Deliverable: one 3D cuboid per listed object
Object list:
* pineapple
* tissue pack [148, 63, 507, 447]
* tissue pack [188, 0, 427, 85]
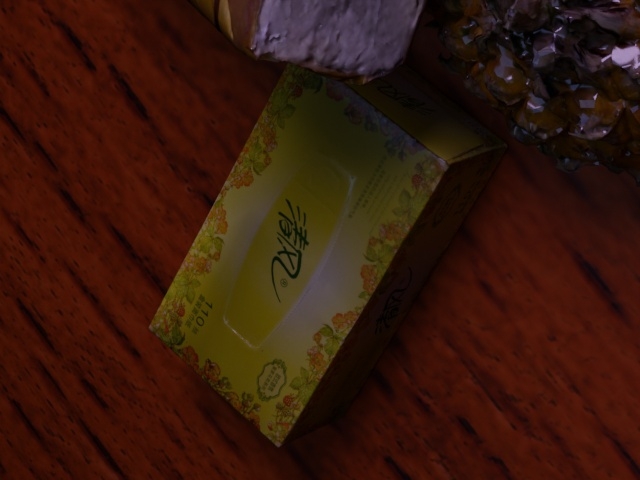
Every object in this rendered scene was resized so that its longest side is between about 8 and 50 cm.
[{"bbox_3d":[0.105,-0.098,0.764,0.176,0.137,0.161,47,121,18],"label":"pineapple"},{"bbox_3d":[0.000,0.000,0.902,0.095,0.062,0.176,41,121,20],"label":"tissue pack"},{"bbox_3d":[-0.018,-0.189,0.804,0.226,0.092,0.183,45,121,52],"label":"tissue pack"}]
